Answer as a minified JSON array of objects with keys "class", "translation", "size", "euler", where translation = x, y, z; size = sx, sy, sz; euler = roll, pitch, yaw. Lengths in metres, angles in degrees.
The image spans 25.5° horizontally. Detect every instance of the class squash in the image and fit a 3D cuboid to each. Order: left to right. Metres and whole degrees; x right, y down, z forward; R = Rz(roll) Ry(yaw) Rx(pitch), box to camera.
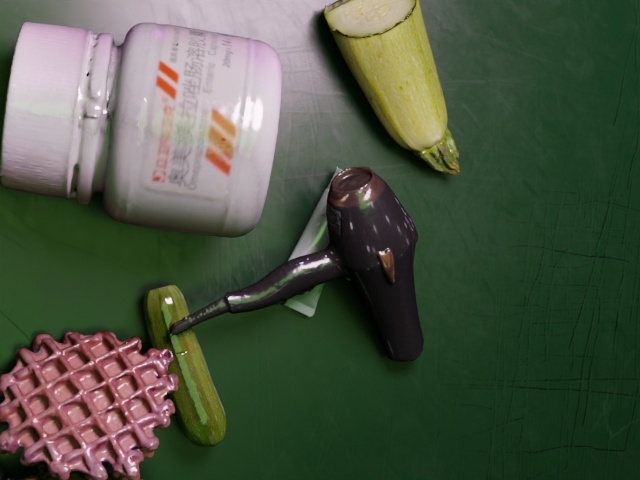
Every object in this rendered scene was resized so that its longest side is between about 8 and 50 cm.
[{"class":"squash","translation":[-0.182,0.170,1.888],"size":[0.066,0.066,0.229],"euler":[-19,97,-15]},{"class":"squash","translation":[0.110,-0.207,1.925],"size":[0.137,0.137,0.287],"euler":[-24,101,-14]}]

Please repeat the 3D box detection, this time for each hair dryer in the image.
[{"class":"hair dryer","translation":[-0.030,0.080,1.890],"size":[0.359,0.120,0.303],"euler":[-21,126,-9]}]

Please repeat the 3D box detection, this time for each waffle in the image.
[{"class":"waffle","translation":[-0.302,0.206,1.800],"size":[0.234,0.055,0.221],"euler":[11,55,8]}]

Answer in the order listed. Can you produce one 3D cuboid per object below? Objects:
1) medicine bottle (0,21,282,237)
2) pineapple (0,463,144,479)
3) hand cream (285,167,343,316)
[{"class":"medicine bottle","translation":[-0.222,-0.146,1.762],"size":[0.325,0.256,0.256],"euler":[9,90,-8]},{"class":"pineapple","translation":[-0.360,0.369,1.790],"size":[0.362,0.202,0.202],"euler":[17,88,-5]},{"class":"hand cream","translation":[0.000,0.000,1.942],"size":[0.078,0.050,0.205],"euler":[25,90,-29]}]
